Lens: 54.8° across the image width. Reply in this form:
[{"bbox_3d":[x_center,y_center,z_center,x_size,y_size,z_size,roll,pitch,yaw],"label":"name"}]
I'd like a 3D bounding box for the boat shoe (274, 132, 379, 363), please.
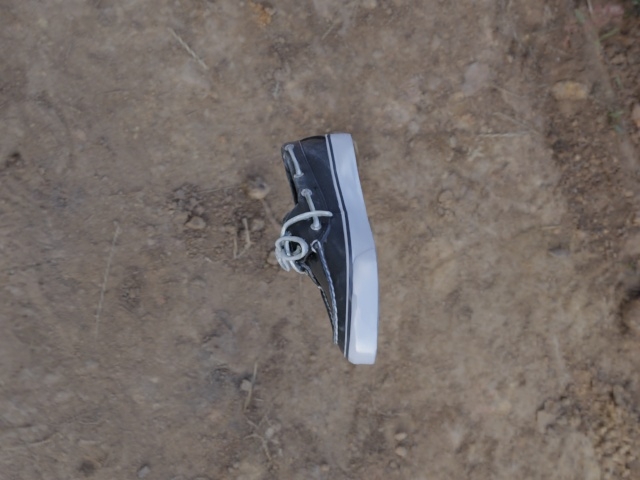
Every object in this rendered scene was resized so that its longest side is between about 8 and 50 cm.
[{"bbox_3d":[0.000,-0.003,0.688,0.105,0.113,0.306,-4,58,-4],"label":"boat shoe"}]
